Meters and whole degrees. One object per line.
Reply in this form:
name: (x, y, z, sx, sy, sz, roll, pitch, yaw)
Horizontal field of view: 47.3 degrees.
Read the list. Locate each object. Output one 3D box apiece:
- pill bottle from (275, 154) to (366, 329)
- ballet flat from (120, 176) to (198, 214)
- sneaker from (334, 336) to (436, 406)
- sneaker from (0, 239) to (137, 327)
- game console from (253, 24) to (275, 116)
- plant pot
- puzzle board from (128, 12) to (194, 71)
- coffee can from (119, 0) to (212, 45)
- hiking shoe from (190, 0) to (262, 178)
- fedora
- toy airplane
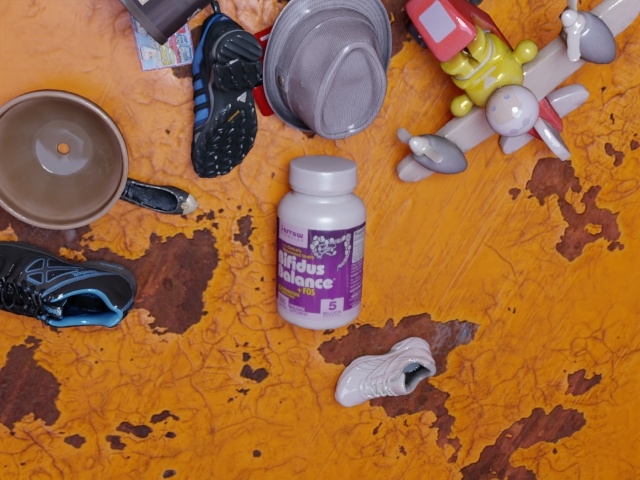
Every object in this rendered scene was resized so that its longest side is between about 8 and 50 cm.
pill bottle: (0.000, 0.000, 1.372, 0.169, 0.169, 0.302, -3, 111, -10)
ballet flat: (-0.311, -0.077, 1.344, 0.173, 0.049, 0.058, 13, 109, -16)
sneaker: (0.138, 0.291, 1.542, 0.232, 0.115, 0.090, -30, 114, 1)
sneaker: (-0.508, 0.085, 1.320, 0.340, 0.140, 0.125, 5, 112, -12)
game console: (-0.069, -0.316, 1.320, 0.143, 0.085, 0.124, -26, 83, -1)
plant pot: (-0.449, -0.146, 1.257, 0.237, 0.110, 0.238, -3, 110, -9)
puzzle board: (-0.275, -0.363, 1.262, 0.096, 0.011, 0.128, -11, 112, -7)
coffee can: (-0.208, -0.469, 1.126, 0.275, 0.201, 0.201, -39, 113, 4)
hiking shoe: (-0.172, -0.249, 1.280, 0.113, 0.132, 0.304, -5, 135, -29)
fedora: (0.032, -0.282, 1.247, 0.243, 0.124, 0.276, -6, 133, -25)
toy airplane: (0.328, -0.254, 1.280, 0.383, 0.273, 0.386, 1, 129, 0)
